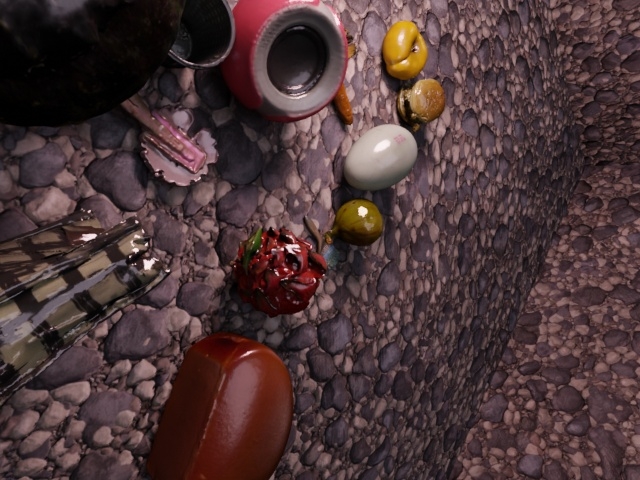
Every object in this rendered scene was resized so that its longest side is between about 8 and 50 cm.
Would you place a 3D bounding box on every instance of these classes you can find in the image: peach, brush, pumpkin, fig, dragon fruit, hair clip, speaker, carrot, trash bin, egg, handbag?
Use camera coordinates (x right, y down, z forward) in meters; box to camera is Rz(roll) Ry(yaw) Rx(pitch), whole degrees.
[{"bbox_3d":[0.271,-0.613,1.425,0.179,0.103,0.179,-8,103,-40],"label":"peach"},{"bbox_3d":[0.000,0.000,1.304,0.070,0.021,0.196,-50,125,-29],"label":"brush"},{"bbox_3d":[-0.428,-0.388,0.624,0.455,0.344,0.453,0,90,-16],"label":"pumpkin"},{"bbox_3d":[0.097,-0.038,1.325,0.187,0.147,0.142,-26,133,-1],"label":"fig"},{"bbox_3d":[-0.081,0.088,1.099,0.293,0.234,0.233,26,77,-38],"label":"dragon fruit"},{"bbox_3d":[-0.343,-0.240,0.919,0.300,0.069,0.172,47,65,-47],"label":"hair clip"},{"bbox_3d":[-0.078,-0.419,1.009,0.294,0.294,0.293,-7,100,-42],"label":"speaker"},{"bbox_3d":[0.051,-0.426,1.279,0.061,0.061,0.209,-50,130,-27],"label":"carrot"},{"bbox_3d":[-0.286,-0.421,0.888,0.176,0.161,0.175,-5,98,-39],"label":"trash bin"},{"bbox_3d":[0.180,-0.247,1.332,0.264,0.183,0.182,-36,119,-26],"label":"egg"},{"bbox_3d":[-0.447,0.076,0.687,0.327,0.325,0.162,-35,120,-34],"label":"handbag"}]

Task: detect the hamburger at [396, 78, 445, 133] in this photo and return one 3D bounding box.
[{"bbox_3d":[0.338,-0.455,1.489,0.159,0.131,0.184,8,94,-40],"label":"hamburger"}]

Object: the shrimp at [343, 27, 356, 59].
[{"bbox_3d":[0.037,-0.540,1.203,0.254,0.145,0.059,-16,150,-42],"label":"shrimp"}]

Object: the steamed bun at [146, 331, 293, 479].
[{"bbox_3d":[-0.205,0.416,1.016,0.248,0.235,0.378,27,77,-39],"label":"steamed bun"}]
